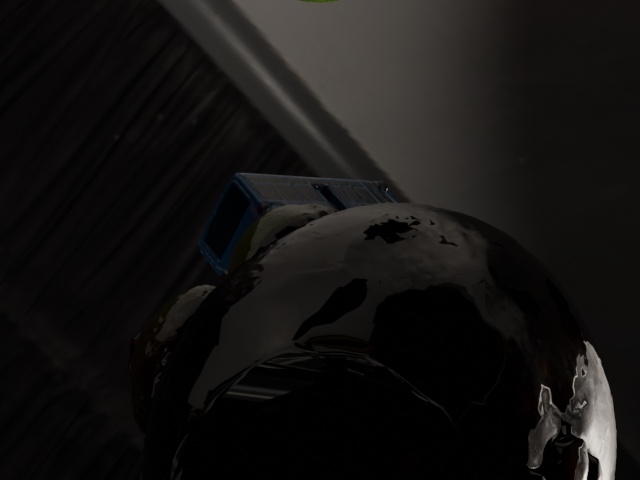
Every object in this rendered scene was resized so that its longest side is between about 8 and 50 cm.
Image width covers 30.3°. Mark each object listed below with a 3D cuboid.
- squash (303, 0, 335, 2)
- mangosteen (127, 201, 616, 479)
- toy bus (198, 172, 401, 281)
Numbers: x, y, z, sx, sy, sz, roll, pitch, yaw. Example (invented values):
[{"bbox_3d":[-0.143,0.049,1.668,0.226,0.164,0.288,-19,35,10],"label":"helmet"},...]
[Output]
[{"bbox_3d":[-0.073,-0.173,0.421,0.082,0.082,0.292,-16,145,41],"label":"squash"},{"bbox_3d":[0.009,0.109,0.623,0.287,0.233,0.288,4,106,15],"label":"mangosteen"},{"bbox_3d":[0.000,0.000,0.998,0.106,0.184,0.090,47,121,34],"label":"toy bus"}]
